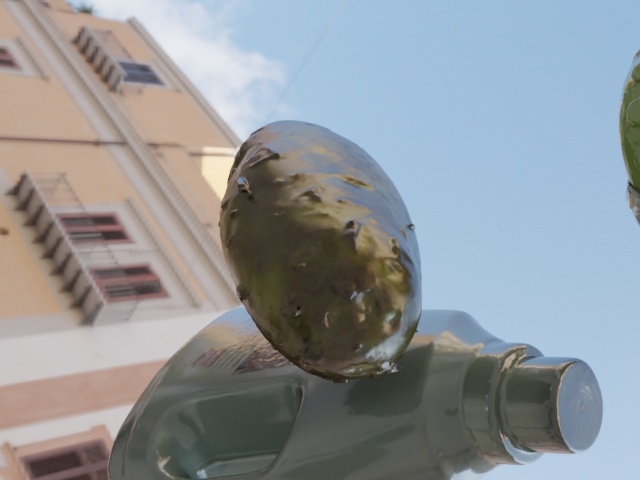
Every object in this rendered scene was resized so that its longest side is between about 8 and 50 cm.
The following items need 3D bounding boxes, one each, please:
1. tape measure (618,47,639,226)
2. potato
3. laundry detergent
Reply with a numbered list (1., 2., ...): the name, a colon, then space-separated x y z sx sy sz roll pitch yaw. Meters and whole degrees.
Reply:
1. tape measure: 0.269 -0.060 0.617 0.106 0.200 0.175 -17 -97 53
2. potato: 0.000 0.000 0.659 0.113 0.149 0.251 -65 -155 26
3. laundry detergent: 0.023 0.138 0.739 0.398 0.264 0.124 -7 -66 45
